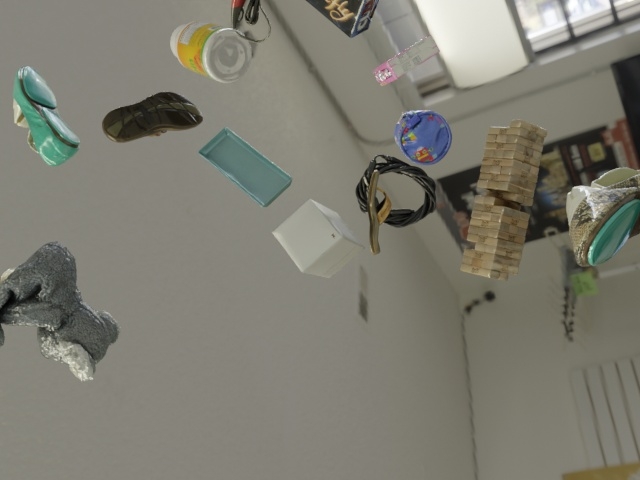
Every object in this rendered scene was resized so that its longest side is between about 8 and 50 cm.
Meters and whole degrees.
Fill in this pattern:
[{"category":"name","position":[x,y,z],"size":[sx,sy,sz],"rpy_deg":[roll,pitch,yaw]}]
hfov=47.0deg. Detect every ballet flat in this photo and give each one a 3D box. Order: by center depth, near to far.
[{"category":"ballet flat","position":[-0.540,-0.232,1.399],"size":[0.247,0.087,0.083],"rpy_deg":[53,-166,28]},{"category":"ballet flat","position":[0.657,-0.077,1.618],"size":[0.483,0.182,0.164],"rpy_deg":[-21,-48,-31]}]

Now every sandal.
[{"category":"sandal","position":[-0.333,-0.232,1.447],"size":[0.219,0.060,0.090],"rpy_deg":[-30,-95,-40]},{"category":"sandal","position":[0.122,-0.057,1.502],"size":[0.072,0.049,0.180],"rpy_deg":[-70,-22,-72]}]

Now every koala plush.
[{"category":"koala plush","position":[-0.455,0.138,1.282],"size":[0.221,0.203,0.196],"rpy_deg":[46,-166,-10]}]

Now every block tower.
[{"category":"block tower","position":[0.394,-0.086,1.589],"size":[0.091,0.097,0.335],"rpy_deg":[12,-88,-36]}]

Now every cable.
[{"category":"cable","position":[0.174,-0.105,1.673],"size":[0.150,0.185,0.047],"rpy_deg":[-61,-7,-5]}]

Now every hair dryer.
[{"category":"hair dryer","position":[-0.159,-0.588,1.585],"size":[0.293,0.223,0.080],"rpy_deg":[43,-176,-29]}]

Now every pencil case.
[{"category":"pencil case","position":[0.241,-0.254,1.764],"size":[0.133,0.119,0.306],"rpy_deg":[47,-170,-5]}]

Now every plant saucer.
[{"category":"plant saucer","position":[-0.122,-0.118,1.184],"size":[0.192,0.067,0.018],"rpy_deg":[40,169,36]}]

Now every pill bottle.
[{"category":"pill bottle","position":[-0.299,-0.504,1.942],"size":[0.246,0.136,0.136],"rpy_deg":[31,163,48]}]

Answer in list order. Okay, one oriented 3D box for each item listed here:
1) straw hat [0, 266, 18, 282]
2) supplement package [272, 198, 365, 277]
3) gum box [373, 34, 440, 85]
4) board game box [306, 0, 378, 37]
[{"category":"straw hat","position":[-0.635,0.095,1.652],"size":[0.144,0.061,0.144],"rpy_deg":[43,-163,-16]},{"category":"supplement package","position":[0.000,0.000,1.475],"size":[0.105,0.105,0.179],"rpy_deg":[52,-171,16]},{"category":"gum box","position":[0.259,-0.548,2.255],"size":[0.062,0.188,0.107],"rpy_deg":[58,162,-9]},{"category":"board game box","position":[-0.010,-0.415,0.996],"size":[0.243,0.165,0.042],"rpy_deg":[43,-125,13]}]
